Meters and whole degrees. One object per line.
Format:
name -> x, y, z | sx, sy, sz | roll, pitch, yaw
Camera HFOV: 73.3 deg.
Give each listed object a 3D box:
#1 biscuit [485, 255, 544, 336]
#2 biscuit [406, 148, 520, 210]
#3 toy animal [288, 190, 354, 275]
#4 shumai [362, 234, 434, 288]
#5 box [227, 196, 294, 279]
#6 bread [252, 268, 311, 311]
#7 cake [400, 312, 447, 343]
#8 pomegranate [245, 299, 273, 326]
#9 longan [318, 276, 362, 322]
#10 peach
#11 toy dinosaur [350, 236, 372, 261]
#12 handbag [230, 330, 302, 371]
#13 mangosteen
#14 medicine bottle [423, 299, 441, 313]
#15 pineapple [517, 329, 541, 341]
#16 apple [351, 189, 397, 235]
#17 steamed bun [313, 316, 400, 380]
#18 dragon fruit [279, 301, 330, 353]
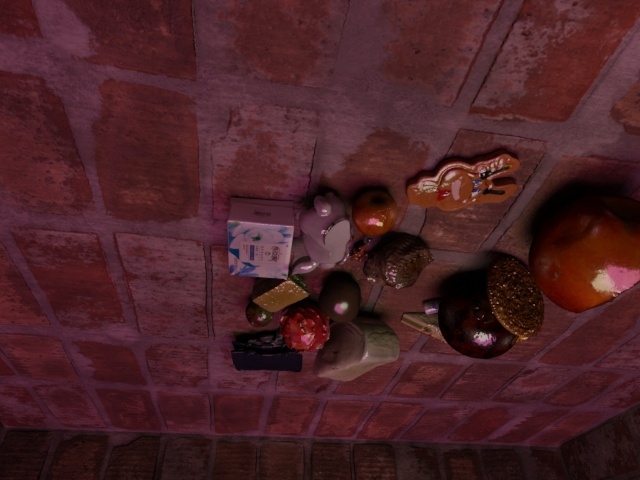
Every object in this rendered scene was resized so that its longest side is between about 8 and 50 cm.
biscuit -> 0.701, 0.194, 1.536 | 0.305, 0.305, 0.038 | 22, 150, -24
biscuit -> 0.430, -0.168, 1.304 | 0.333, 0.047, 0.202 | -8, 138, 8
toy animal -> 0.006, -0.004, 1.383 | 0.208, 0.154, 0.325 | -8, 133, -37
shumai -> 0.253, 0.065, 1.517 | 0.185, 0.218, 0.184 | 20, 144, 44
box -> -0.198, -0.001, 1.419 | 0.203, 0.116, 0.274 | 4, 138, -7
bread -> -0.152, 0.187, 1.644 | 0.196, 0.102, 0.138 | -28, 135, 23
cake -> 0.479, 0.351, 1.895 | 0.220, 0.117, 0.086 | 23, 141, 22
pomegranate -> -0.240, 0.293, 1.748 | 0.130, 0.130, 0.130 | -1, 138, -1
longan -> 0.077, 0.228, 1.653 | 0.189, 0.189, 0.189 | -1, 138, -1
peach -> 0.842, 0.023, 1.336 | 0.335, 0.310, 0.406 | -27, 160, -28
toy dinosaur -> 0.141, 0.034, 1.514 | 0.049, 0.055, 0.154 | 18, 143, -17
handbag -> -0.245, 0.521, 2.008 | 0.325, 0.118, 0.269 | 1, 145, -4
mangosteen -> 0.609, 0.310, 1.668 | 0.306, 0.306, 0.359 | -9, 153, 8
medicine bottle -> 0.479, 0.276, 1.798 | 0.089, 0.052, 0.052 | -14, 137, 12
pineapple -> 0.868, 0.391, 1.923 | 0.224, 0.076, 0.225 | -2, 141, -2
apple -> 0.165, -0.080, 1.325 | 0.146, 0.146, 0.146 | -1, 138, -1
steamed bun -> 0.141, 0.451, 1.860 | 0.247, 0.236, 0.383 | 15, 143, -32
dragon fruit -> -0.056, 0.351, 1.766 | 0.210, 0.205, 0.268 | -24, 172, 1
